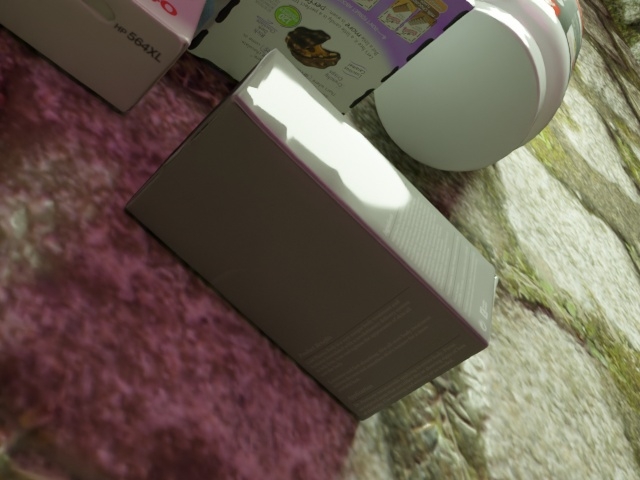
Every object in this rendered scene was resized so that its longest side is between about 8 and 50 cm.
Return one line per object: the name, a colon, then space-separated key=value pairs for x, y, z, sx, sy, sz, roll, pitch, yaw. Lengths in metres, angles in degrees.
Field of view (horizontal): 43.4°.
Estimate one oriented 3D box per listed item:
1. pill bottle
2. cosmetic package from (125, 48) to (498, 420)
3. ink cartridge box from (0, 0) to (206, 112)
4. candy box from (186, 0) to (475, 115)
pill bottle: x=0.197 y=-0.220 z=0.965 sx=0.210 sy=0.210 sz=0.363 roll=49 pitch=31 yaw=-5
cosmetic package: x=0.000 y=0.000 z=0.566 sx=0.238 sy=0.127 sz=0.107 roll=47 pitch=32 yaw=-12
ink cartridge box: x=-0.162 y=-0.215 z=0.611 sx=0.148 sy=0.086 sz=0.203 roll=36 pitch=35 yaw=-24
candy box: x=0.005 y=-0.207 z=0.713 sx=0.165 sy=0.196 sz=0.070 roll=27 pitch=42 yaw=-35
